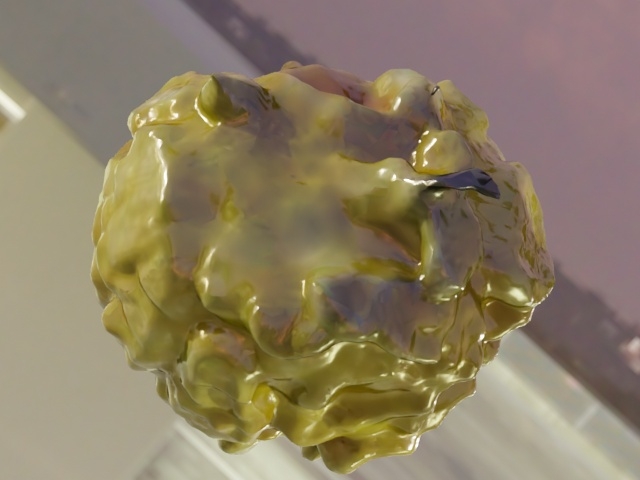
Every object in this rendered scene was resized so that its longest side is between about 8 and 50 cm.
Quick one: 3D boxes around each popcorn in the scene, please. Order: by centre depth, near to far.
[{"bbox_3d":[0.000,0.002,1.054,0.249,0.249,0.225,42,-23,3],"label":"popcorn"}]
